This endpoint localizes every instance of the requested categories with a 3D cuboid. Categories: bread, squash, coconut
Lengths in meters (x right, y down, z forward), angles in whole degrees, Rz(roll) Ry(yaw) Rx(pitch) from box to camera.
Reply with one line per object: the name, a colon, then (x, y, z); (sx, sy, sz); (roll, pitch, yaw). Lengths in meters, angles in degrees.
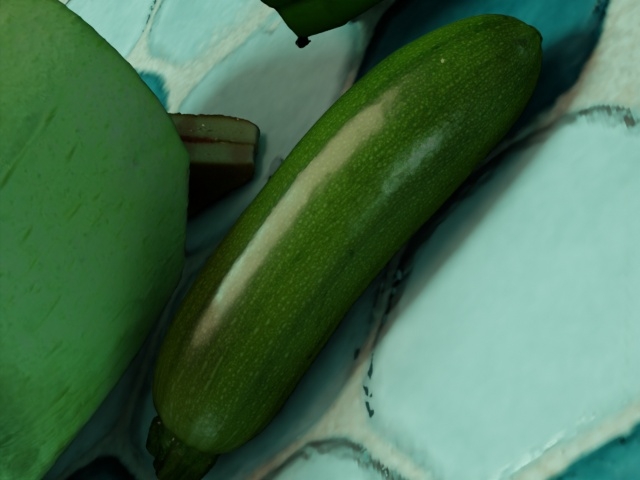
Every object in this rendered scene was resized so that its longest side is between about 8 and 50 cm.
bread: (-0.088, -0.040, 0.800); (0.109, 0.062, 0.043); (-33, 34, 35)
squash: (0.000, 0.000, 0.633); (0.258, 0.069, 0.069); (-51, 31, 6)
coconut: (-0.217, -0.009, 0.708); (0.328, 0.281, 0.328); (-27, 31, 18)

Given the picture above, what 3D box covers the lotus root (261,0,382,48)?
lotus root: (0.037, -0.208, 0.714); (0.186, 0.186, 0.186); (-34, 37, 31)
